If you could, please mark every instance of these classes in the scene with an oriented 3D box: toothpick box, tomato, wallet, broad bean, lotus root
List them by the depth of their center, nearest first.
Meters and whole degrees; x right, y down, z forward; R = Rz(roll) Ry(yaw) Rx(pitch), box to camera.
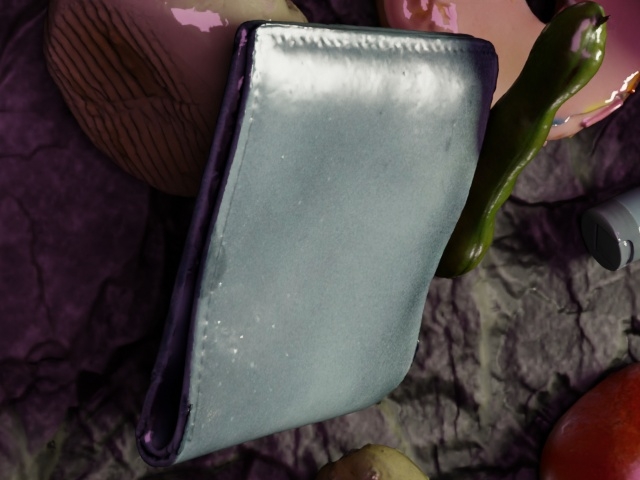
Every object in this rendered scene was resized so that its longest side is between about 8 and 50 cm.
[{"bbox_3d":[0.001,0.001,1.156,0.251,0.054,0.290,-8,120,-52],"label":"wallet"},{"bbox_3d":[0.132,-0.061,1.237,0.053,0.256,0.052,-14,51,-43],"label":"broad bean"},{"bbox_3d":[0.060,0.230,1.263,0.183,0.090,0.077,63,31,-9],"label":"lotus root"},{"bbox_3d":[0.266,0.165,1.342,0.166,0.082,0.174,38,80,-14],"label":"tomato"},{"bbox_3d":[0.246,-0.016,1.353,0.083,0.052,0.052,-25,97,-19],"label":"toothpick box"}]

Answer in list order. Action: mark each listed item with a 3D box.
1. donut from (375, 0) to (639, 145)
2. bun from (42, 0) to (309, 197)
[{"bbox_3d":[0.151,-0.171,1.304,0.233,0.085,0.199,-23,97,-19],"label":"donut"},{"bbox_3d":[-0.088,-0.128,1.166,0.128,0.178,0.193,-56,134,-31],"label":"bun"}]
